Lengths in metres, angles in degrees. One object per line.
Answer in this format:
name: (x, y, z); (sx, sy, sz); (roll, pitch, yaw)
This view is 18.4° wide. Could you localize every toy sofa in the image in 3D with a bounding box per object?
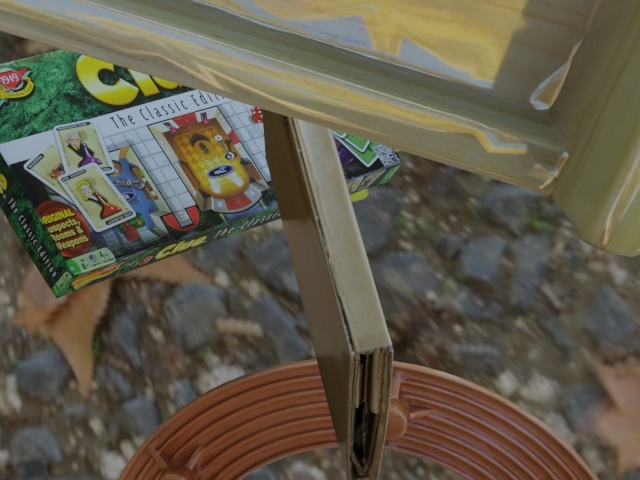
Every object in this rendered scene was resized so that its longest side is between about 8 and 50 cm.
toy sofa: (-0.070, -0.135, 0.454); (0.363, 0.177, 0.150); (15, 112, -19)

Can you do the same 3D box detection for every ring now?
ring: (0.025, 0.223, 1.200); (0.337, 0.032, 0.336); (3, 115, 7)

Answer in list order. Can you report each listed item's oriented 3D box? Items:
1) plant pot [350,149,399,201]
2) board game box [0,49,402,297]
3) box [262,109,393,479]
plant pot: (-0.028, -0.159, 1.412); (0.207, 0.228, 0.227); (-48, 129, -26)
board game box: (-0.080, -0.062, 1.144); (0.260, 0.030, 0.136); (-21, 69, -42)
box: (0.000, 0.000, 0.973); (0.021, 0.164, 0.201); (-12, 63, -6)
